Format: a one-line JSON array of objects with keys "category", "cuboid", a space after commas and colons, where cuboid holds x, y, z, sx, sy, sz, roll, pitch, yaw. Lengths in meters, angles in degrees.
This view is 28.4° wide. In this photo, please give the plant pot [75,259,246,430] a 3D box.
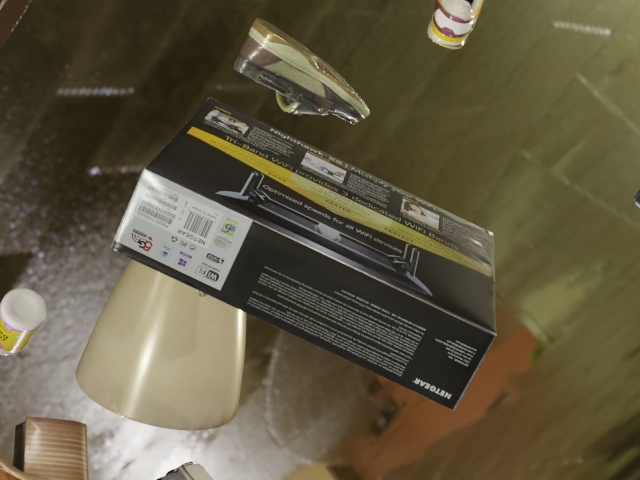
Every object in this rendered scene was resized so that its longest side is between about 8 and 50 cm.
[{"category": "plant pot", "cuboid": [-0.213, 0.107, 1.916, 0.256, 0.256, 0.274, -6, 118, -54]}]

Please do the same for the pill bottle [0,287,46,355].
[{"category": "pill bottle", "cuboid": [-0.295, 0.082, 1.220, 0.043, 0.043, 0.083, -22, 164, -36]}]

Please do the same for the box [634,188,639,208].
[{"category": "box", "cuboid": [0.376, -0.096, 1.037, 0.153, 0.108, 0.207, -31, 154, -43]}]

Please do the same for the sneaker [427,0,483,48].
[{"category": "sneaker", "cuboid": [0.186, -0.327, 1.597, 0.084, 0.070, 0.185, 115, -10, -51]}]

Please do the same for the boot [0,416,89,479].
[{"category": "boot", "cuboid": [-0.357, 0.274, 1.183, 0.283, 0.220, 0.109, 8, 160, -20]}]

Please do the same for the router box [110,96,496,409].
[{"category": "router box", "cuboid": [0.000, 0.000, 1.101, 0.243, 0.309, 0.081, -68, -176, -69]}]

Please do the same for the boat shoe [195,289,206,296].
[{"category": "boat shoe", "cuboid": [-0.160, 0.042, 1.683, 0.048, 0.056, 0.153, -28, -159, -12]}]

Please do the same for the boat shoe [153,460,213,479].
[{"category": "boat shoe", "cuboid": [-0.168, 0.441, 1.722, 0.158, 0.340, 0.127, -16, 120, -28]}]

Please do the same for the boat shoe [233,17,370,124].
[{"category": "boat shoe", "cuboid": [-0.025, -0.186, 1.501, 0.073, 0.080, 0.223, -47, 143, 10]}]

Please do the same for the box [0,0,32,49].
[{"category": "box", "cuboid": [-0.354, -0.323, 1.308, 0.191, 0.143, 0.381, -60, -168, -9]}]
